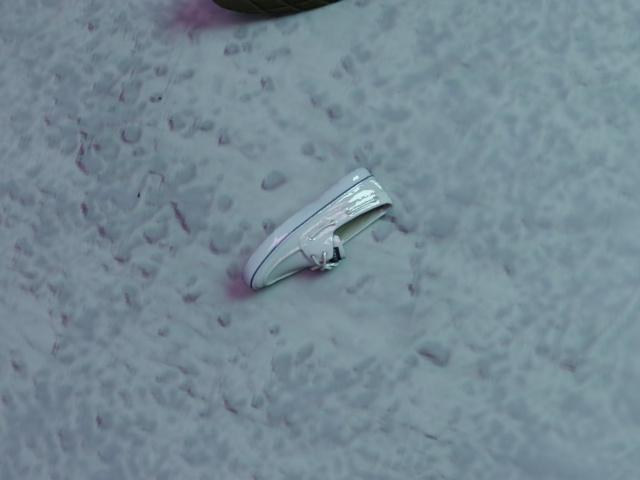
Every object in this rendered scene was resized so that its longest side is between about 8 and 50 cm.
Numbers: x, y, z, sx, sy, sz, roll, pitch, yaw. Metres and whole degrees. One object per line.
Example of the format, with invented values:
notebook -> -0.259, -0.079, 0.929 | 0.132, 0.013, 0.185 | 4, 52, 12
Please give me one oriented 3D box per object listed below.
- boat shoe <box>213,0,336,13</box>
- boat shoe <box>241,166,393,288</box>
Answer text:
boat shoe -> 0.011, -0.191, 0.780 | 0.178, 0.064, 0.060 | -19, 68, -3
boat shoe -> 0.000, 0.000, 0.744 | 0.100, 0.035, 0.035 | -38, 70, -9
